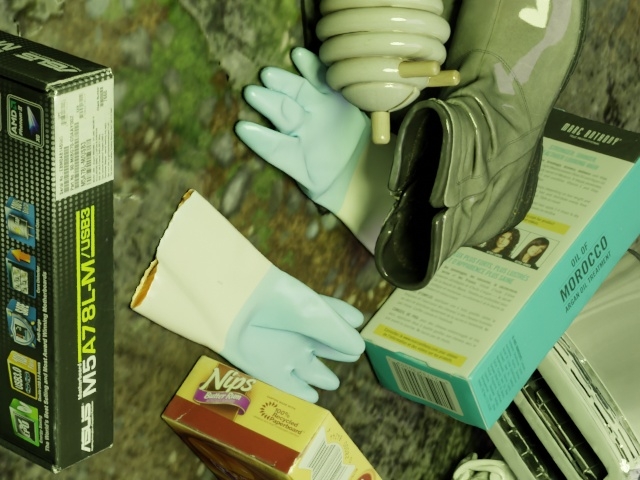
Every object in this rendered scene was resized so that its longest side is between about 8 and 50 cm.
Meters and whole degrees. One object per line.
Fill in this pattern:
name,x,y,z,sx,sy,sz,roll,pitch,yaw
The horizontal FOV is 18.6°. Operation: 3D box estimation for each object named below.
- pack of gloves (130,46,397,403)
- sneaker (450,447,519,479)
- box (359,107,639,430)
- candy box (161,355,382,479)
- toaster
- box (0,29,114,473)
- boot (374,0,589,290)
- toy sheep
pack of gloves,0.000,0.000,1.253,0.232,0.046,0.195,36,79,-53
sneaker,0.110,0.218,1.463,0.292,0.110,0.118,-10,107,-58
box,0.141,0.015,1.393,0.244,0.100,0.060,-49,138,-25
candy box,-0.012,0.155,1.259,0.053,0.109,0.187,-57,142,-17
toaster,0.212,0.122,1.453,0.146,0.227,0.129,-19,159,-38
box,-0.171,-0.010,0.912,0.045,0.184,0.191,-25,126,-47
boot,0.104,-0.095,1.274,0.161,0.083,0.247,-28,130,-61
toy sheep,0.040,-0.125,1.202,0.091,0.091,0.132,16,74,-54
